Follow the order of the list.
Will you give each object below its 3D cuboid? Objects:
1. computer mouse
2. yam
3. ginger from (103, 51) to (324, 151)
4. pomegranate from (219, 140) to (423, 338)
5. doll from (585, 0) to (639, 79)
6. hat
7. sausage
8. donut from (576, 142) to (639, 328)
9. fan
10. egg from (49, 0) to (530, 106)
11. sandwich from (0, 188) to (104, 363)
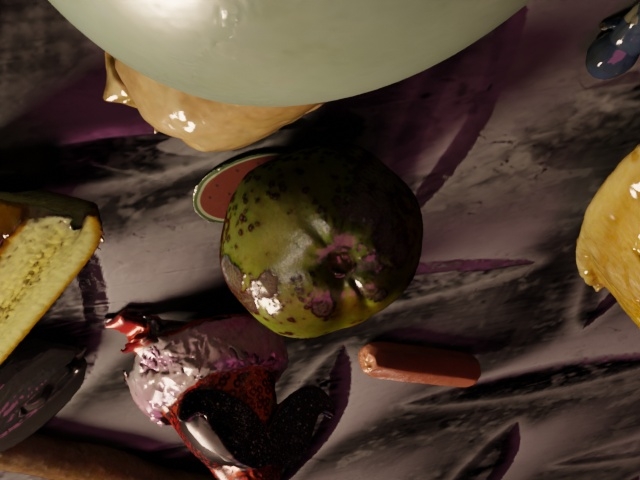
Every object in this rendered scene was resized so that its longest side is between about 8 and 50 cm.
[{"bbox_3d":[-0.253,0.126,1.295,0.172,0.057,0.099,-23,145,5],"label":"computer mouse"},{"bbox_3d":[-0.187,0.204,1.497,0.045,0.045,0.327,1,166,36],"label":"yam"},{"bbox_3d":[-0.019,-0.136,0.867,0.267,0.138,0.152,-30,176,18],"label":"ginger"},{"bbox_3d":[0.006,0.008,1.158,0.138,0.125,0.163,-34,152,-2],"label":"pomegranate"},{"bbox_3d":[0.218,-0.149,1.122,0.037,0.027,0.125,4,142,-38],"label":"doll"},{"bbox_3d":[-0.068,0.156,1.292,0.129,0.227,0.140,-29,157,20],"label":"hat"},{"bbox_3d":[0.089,0.109,1.506,0.147,0.030,0.035,12,143,-44],"label":"sausage"},{"bbox_3d":[0.363,-0.012,1.319,0.330,0.160,0.330,-22,155,-11],"label":"donut"},{"bbox_3d":[-0.043,-0.026,1.203,0.085,0.005,0.133,-23,152,4],"label":"fan"},{"bbox_3d":[0.002,-0.207,0.607,0.276,0.276,0.389,-7,151,-22],"label":"egg"},{"bbox_3d":[-0.226,0.023,1.100,0.090,0.088,0.244,-4,147,-43],"label":"sandwich"}]
